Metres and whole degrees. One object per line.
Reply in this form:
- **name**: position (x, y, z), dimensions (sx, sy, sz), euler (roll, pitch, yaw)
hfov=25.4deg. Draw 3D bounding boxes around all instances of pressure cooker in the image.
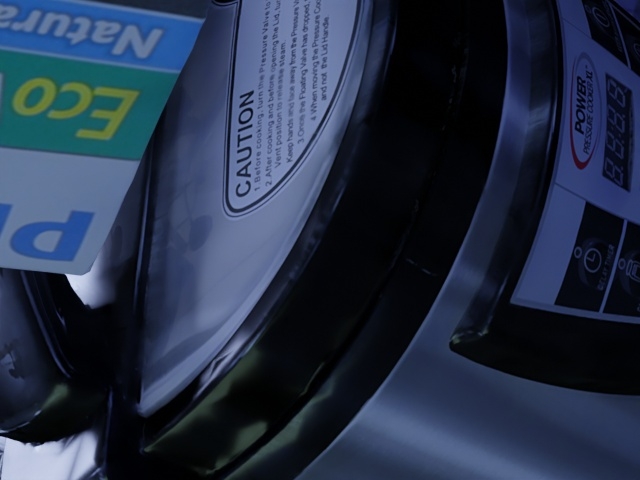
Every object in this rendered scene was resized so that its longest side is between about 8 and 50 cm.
- **pressure cooker**: position (-0.004, 0.003, 0.737), dimensions (0.420, 0.375, 0.370), euler (29, -171, -37)

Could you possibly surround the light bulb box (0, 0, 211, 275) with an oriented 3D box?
- **light bulb box**: position (-0.226, -0.207, 0.456), dimensions (0.358, 0.361, 0.225), euler (6, 139, -26)
